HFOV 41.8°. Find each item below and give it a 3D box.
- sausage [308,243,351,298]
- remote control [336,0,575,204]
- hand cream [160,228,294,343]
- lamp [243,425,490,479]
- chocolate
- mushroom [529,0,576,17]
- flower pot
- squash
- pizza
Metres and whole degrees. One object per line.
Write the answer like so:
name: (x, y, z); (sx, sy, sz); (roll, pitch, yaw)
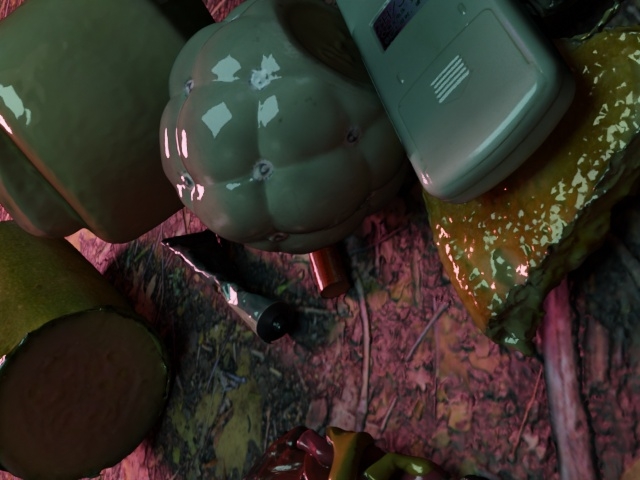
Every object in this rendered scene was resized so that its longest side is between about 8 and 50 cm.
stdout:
sausage: (0.000, 0.000, 0.903); (0.034, 0.034, 0.130); (-45, 48, 37)
remote control: (0.099, -0.166, 0.678); (0.140, 0.056, 0.296); (-48, 42, 30)
hand cream: (-0.106, 0.043, 1.004); (0.248, 0.075, 0.052); (41, 109, 46)
lamp: (0.044, 0.231, 0.721); (0.253, 0.118, 0.118); (3, 84, 45)
chocolate: (-0.264, -0.162, 0.973); (0.326, 0.297, 0.314); (61, 162, -12)
mushroom: (0.234, -0.265, 0.612); (0.278, 0.096, 0.099); (-34, 64, 43)
flower pot: (-0.028, -0.113, 0.800); (0.195, 0.246, 0.246); (-55, 43, 34)
squash: (-0.397, 0.149, 1.200); (0.384, 0.263, 0.263); (29, 104, 51)
pizza: (0.195, -0.068, 0.635); (0.287, 0.075, 0.280); (-26, 61, 43)
